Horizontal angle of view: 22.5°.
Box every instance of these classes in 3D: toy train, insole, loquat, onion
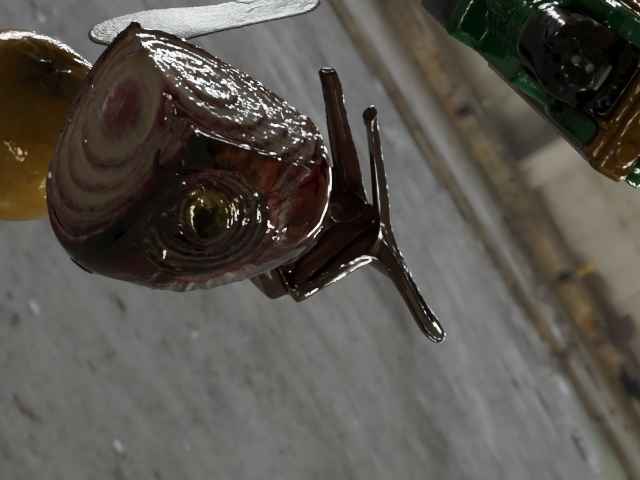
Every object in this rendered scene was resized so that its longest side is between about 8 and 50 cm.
[{"bbox_3d":[0.264,-0.215,1.732,0.249,0.178,0.429,27,15,-24],"label":"toy train"},{"bbox_3d":[-0.113,-0.218,1.580,0.080,0.232,0.003,-106,-172,-56],"label":"insole"},{"bbox_3d":[-0.398,-0.152,2.108,0.263,0.263,0.263,57,11,-17],"label":"loquat"},{"bbox_3d":[-0.115,-0.048,1.420,0.206,0.207,0.216,23,28,-36],"label":"onion"}]

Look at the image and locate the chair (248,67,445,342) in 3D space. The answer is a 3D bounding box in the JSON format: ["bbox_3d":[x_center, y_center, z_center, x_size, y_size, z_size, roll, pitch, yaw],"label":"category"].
[{"bbox_3d":[0.000,0.000,1.703,0.175,0.183,0.326,51,-15,49],"label":"chair"}]
